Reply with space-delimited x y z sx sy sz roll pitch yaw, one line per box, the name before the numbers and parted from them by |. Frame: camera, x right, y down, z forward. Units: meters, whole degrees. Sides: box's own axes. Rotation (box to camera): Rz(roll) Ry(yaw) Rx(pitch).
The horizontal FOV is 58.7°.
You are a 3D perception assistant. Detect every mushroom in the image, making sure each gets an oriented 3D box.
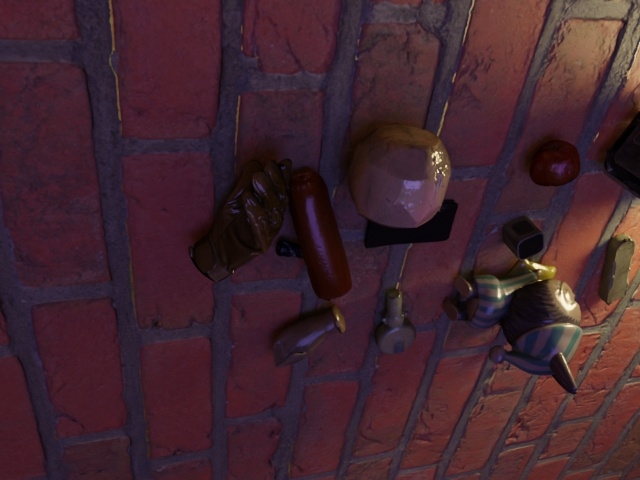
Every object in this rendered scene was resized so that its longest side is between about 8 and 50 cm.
mushroom | -0.045 0.270 1.578 0.247 0.096 0.108 -36 104 5

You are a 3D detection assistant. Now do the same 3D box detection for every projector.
projector | 0.567 -0.007 1.593 0.083 0.082 0.083 -24 131 -1

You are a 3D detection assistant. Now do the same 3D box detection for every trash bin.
trash bin | 0.978 -0.217 1.487 0.367 0.256 0.296 11 120 -34

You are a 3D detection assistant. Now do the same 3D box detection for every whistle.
whistle | 0.222 0.251 1.678 0.126 0.067 0.258 -15 127 -10

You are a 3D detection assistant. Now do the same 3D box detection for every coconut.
coconut | 0.171 -0.127 1.266 0.227 0.227 0.231 -2 121 -19

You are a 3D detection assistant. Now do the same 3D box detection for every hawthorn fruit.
hawthorn fruit | 0.592 -0.193 1.441 0.128 0.128 0.128 -10 129 -13

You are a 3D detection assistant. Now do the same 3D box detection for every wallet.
wallet | 0.235 -0.041 1.482 0.244 0.025 0.124 -7 128 -17

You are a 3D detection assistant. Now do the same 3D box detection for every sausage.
sausage | -0.001 0.000 1.344 0.097 0.094 0.349 -20 114 -9

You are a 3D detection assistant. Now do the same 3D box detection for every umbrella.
umbrella | -0.023 0.034 1.431 0.188 0.050 0.046 10 151 -29

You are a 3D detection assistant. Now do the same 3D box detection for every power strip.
power strip | 0.954 0.091 1.832 0.080 0.048 0.286 -21 130 -7

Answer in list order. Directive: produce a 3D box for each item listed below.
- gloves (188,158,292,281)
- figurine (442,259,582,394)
gloves | -0.156 -0.048 1.255 0.141 0.154 0.331 34 116 -20
figurine | 0.603 0.255 1.619 0.361 0.378 0.266 -2 127 -20
